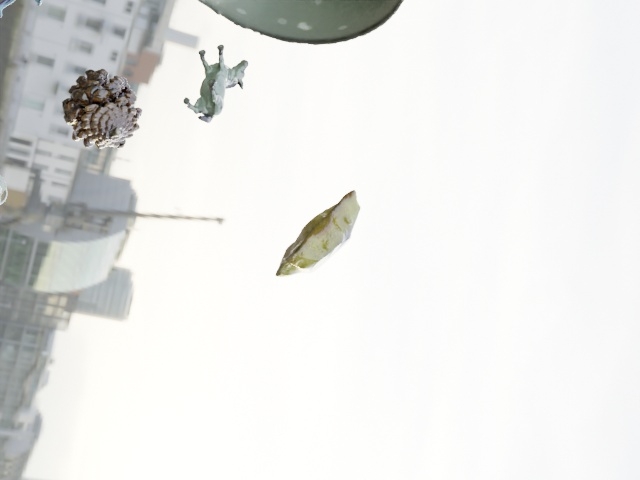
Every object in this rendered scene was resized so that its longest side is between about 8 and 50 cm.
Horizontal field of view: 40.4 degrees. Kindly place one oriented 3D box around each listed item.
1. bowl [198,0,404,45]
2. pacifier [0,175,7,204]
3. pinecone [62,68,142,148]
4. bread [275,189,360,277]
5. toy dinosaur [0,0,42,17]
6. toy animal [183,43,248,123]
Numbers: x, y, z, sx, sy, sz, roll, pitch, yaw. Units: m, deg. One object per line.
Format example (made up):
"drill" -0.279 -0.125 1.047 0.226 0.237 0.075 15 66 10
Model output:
"bowl" -0.034 -0.398 1.001 0.337 0.337 0.157 -41 -155 59
"pacifier" -0.718 -0.108 1.919 0.064 0.068 0.083 -2 -112 51
"pinecone" -0.447 -0.274 1.780 0.173 0.173 0.173 -167 -90 -71
"bread" 0.000 0.000 1.909 0.233 0.088 0.161 -42 169 -32
"toy dinosaur" -0.556 -0.502 1.673 0.197 0.080 0.045 -56 -164 -4
"toy animal" -0.233 -0.346 1.963 0.176 0.073 0.217 68 33 -60
